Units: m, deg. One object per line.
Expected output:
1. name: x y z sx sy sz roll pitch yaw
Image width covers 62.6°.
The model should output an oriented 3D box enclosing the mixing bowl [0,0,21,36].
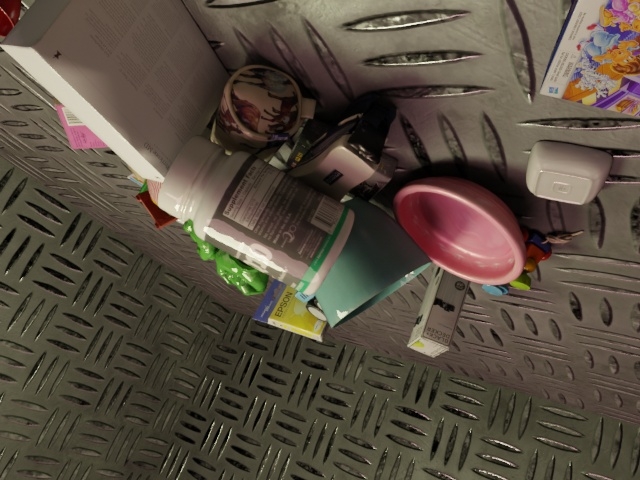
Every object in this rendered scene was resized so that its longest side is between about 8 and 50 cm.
1. mixing bowl: -0.721 -0.541 1.132 0.182 0.098 0.181 21 160 8

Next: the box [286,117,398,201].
1. box: 0.046 -0.186 1.263 0.231 0.056 0.183 26 161 -8

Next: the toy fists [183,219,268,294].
1. toy fists: -0.226 0.018 1.244 0.279 0.096 0.142 41 156 20

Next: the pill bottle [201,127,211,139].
1. pill bottle: -0.363 -0.248 1.468 0.118 0.117 0.208 32 158 -24

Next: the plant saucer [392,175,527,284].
1. plant saucer: 0.326 -0.033 1.223 0.332 0.084 0.332 33 159 15

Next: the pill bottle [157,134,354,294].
1. pill bottle: -0.129 -0.055 1.082 0.361 0.204 0.204 29 160 -3

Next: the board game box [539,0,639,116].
1. board game box: 0.415 -0.275 0.582 0.234 0.078 0.347 18 160 14

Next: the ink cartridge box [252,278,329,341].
1. ink cartridge box: -0.075 0.220 2.092 0.307 0.303 0.072 16 146 17

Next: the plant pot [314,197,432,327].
1. plant pot: 0.086 0.040 1.302 0.235 0.293 0.293 56 165 12

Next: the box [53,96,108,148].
1. box: -0.503 -0.353 1.134 0.117 0.242 0.213 -7 169 -18

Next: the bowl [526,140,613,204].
1. bowl: 0.457 -0.119 0.984 0.142 0.053 0.142 15 158 20

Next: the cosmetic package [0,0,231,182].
1. cosmetic package: -0.346 -0.327 0.992 0.098 0.284 0.377 13 158 26

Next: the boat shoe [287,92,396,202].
1. boat shoe: 0.037 -0.178 1.118 0.127 0.158 0.341 35 153 -19

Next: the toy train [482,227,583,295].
1. toy train: 0.495 0.053 1.252 0.105 0.143 0.248 31 160 -21

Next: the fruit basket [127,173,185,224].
1. fruit basket: -0.520 -0.142 1.860 0.327 0.165 0.353 32 162 -25

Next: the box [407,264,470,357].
1. box: 0.352 0.179 1.524 0.087 0.289 0.169 22 161 4

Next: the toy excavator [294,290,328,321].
1. toy excavator: -0.087 0.089 1.975 0.445 0.222 0.433 38 159 -2

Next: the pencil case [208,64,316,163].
1. pencil case: -0.162 -0.232 1.216 0.184 0.159 0.410 20 162 -14

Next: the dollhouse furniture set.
1. dollhouse furniture set: -0.428 -0.236 1.301 0.374 0.152 0.201 48 148 22
